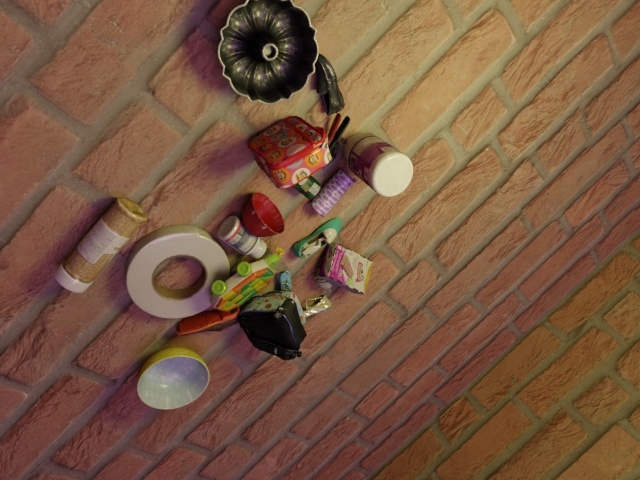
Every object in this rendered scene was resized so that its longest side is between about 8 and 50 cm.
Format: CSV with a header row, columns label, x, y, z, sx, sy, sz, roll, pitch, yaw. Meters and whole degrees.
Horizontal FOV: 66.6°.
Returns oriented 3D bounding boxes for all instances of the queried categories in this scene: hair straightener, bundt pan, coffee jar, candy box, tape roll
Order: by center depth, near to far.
label,x,y,z,sx,sy,sz,roll,pitch,yaw
bundt pan,-0.177,-0.614,1.556,0.330,0.124,0.331,-12,124,-18
coffee jar,-0.087,-0.240,1.845,0.079,0.096,0.184,-49,126,5
hair straightener,0.062,-0.368,1.854,0.088,0.047,0.231,7,123,-29
tape roll,-0.543,0.125,1.870,0.391,0.072,0.393,-12,124,-18
candy box,0.115,0.125,2.134,0.233,0.071,0.159,28,72,-36

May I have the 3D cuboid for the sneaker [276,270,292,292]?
label,x,y,z,sx,sy,sz,roll,pitch,yaw
sneaker,-0.143,0.201,2.101,0.063,0.073,0.162,-19,125,-13

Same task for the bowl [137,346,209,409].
label,x,y,z,sx,sy,sz,roll,pitch,yaw
bowl,-0.621,0.544,2.034,0.289,0.156,0.290,-12,123,-19

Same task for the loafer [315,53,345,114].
label,x,y,z,sx,sy,sz,roll,pitch,yaw
loafer,0.020,-0.546,1.720,0.078,0.076,0.223,-35,132,-11

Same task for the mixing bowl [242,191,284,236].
label,x,y,z,sx,sy,sz,roll,pitch,yaw
mixing bowl,-0.230,-0.081,1.844,0.098,0.182,0.181,-32,130,21

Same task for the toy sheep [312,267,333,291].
label,x,y,z,sx,sy,sz,roll,pitch,yaw
toy sheep,0.018,0.174,2.155,0.091,0.091,0.132,-28,122,-7

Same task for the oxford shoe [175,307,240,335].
label,x,y,z,sx,sy,sz,roll,pitch,yaw
oxford shoe,-0.464,0.354,2.034,0.271,0.097,0.099,-14,130,-17

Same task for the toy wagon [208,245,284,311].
label,x,y,z,sx,sy,sz,roll,pitch,yaw
toy wagon,-0.278,0.153,1.926,0.344,0.068,0.267,-37,163,-1

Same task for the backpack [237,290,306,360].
label,x,y,z,sx,sy,sz,roll,pitch,yaw
backpack,-0.203,0.336,2.055,0.263,0.213,0.277,-2,121,22

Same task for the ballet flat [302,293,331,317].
label,x,y,z,sx,sy,sz,roll,pitch,yaw
ballet flat,-0.072,0.314,2.212,0.248,0.086,0.086,-23,126,-13

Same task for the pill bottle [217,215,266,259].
label,x,y,z,sx,sy,sz,roll,pitch,yaw
pill bottle,-0.298,-0.006,1.881,0.108,0.108,0.180,-45,128,6

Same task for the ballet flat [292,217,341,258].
label,x,y,z,sx,sy,sz,roll,pitch,yaw
ballet flat,0.000,0.000,2.038,0.247,0.087,0.083,-33,127,-4

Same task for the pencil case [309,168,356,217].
label,x,y,z,sx,sy,sz,roll,pitch,yaw
pencil case,0.049,-0.191,1.951,0.206,0.086,0.088,-46,151,8

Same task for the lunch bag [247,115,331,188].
label,x,y,z,sx,sy,sz,roll,pitch,yaw
lunch bag,-0.092,-0.316,1.673,0.258,0.293,0.120,-31,129,-10

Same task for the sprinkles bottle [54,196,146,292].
label,x,y,z,sx,sy,sz,roll,pitch,yaw
sprinkles bottle,-0.754,0.016,1.671,0.355,0.121,0.121,-47,127,7

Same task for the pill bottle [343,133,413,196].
label,x,y,z,sx,sy,sz,roll,pitch,yaw
pill bottle,0.200,-0.294,1.817,0.169,0.301,0.170,-11,123,-19
